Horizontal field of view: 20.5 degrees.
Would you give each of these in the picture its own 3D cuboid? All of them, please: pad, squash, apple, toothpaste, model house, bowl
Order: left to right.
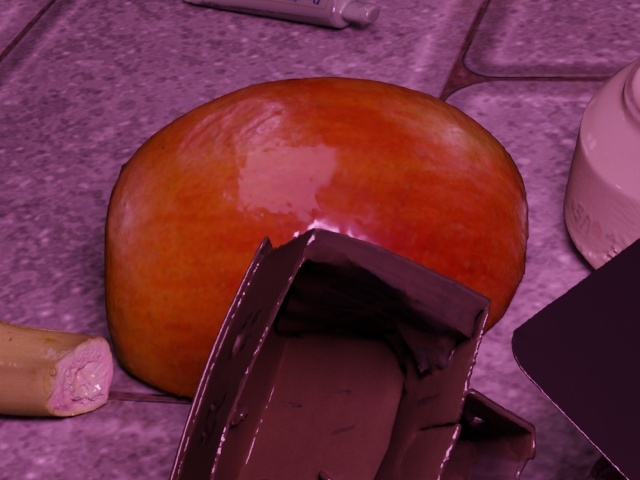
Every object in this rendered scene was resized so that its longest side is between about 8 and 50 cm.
[{"bbox_3d":[-0.280,0.084,1.347,0.250,0.083,0.083,10,37,25],"label":"squash"},{"bbox_3d":[-0.038,-0.253,1.850,0.255,0.037,0.067,16,46,40],"label":"toothpaste"},{"bbox_3d":[-0.002,0.131,1.118,0.243,0.204,0.211,-28,39,63],"label":"model house"},{"bbox_3d":[0.000,0.000,1.358,0.346,0.254,0.179,-11,-9,-2],"label":"apple"},{"bbox_3d":[0.239,0.081,1.133,0.181,0.004,0.267,46,38,13],"label":"pad"},{"bbox_3d":[0.300,-0.071,1.354,0.238,0.126,0.237,-7,43,7],"label":"bowl"}]

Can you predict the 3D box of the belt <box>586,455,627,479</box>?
[{"bbox_3d":[0.221,0.120,1.154,0.053,0.071,0.232,-4,30,28],"label":"belt"}]
